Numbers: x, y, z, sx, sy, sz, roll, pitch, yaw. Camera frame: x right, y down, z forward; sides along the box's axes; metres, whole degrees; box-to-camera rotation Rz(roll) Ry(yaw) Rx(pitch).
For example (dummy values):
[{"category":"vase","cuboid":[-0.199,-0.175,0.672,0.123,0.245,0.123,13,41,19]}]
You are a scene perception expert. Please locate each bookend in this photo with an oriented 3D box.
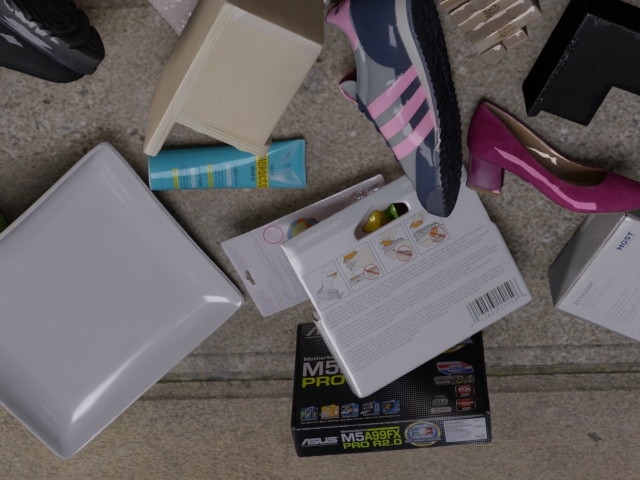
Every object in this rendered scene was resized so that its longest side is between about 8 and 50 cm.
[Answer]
[{"category":"bookend","cuboid":[0.355,-0.208,1.641,0.157,0.072,0.156,18,127,-11]}]

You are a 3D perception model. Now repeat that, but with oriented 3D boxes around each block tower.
[{"category":"block tower","cuboid":[0.130,-0.363,1.523,0.091,0.097,0.335,-31,122,23]}]

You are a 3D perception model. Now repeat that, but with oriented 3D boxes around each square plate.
[{"category":"square plate","cuboid":[-0.326,0.085,1.814,0.347,0.049,0.344,-42,127,-5]}]

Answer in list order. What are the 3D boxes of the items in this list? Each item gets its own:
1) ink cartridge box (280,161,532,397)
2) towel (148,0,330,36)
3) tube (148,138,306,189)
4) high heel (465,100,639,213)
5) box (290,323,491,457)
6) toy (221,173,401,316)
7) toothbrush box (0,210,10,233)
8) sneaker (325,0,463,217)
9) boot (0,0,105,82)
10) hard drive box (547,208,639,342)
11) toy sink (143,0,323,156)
[{"category":"ink cartridge box","cuboid":[0.111,0.042,1.786,0.275,0.060,0.238,-29,100,-6]},{"category":"towel","cuboid":[-0.136,-0.335,1.581,0.187,0.049,0.282,-31,120,22]},{"category":"tube","cuboid":[-0.123,-0.097,1.765,0.207,0.052,0.080,-3,137,-3]},{"category":"high heel","cuboid":[0.308,-0.107,1.707,0.244,0.082,0.117,12,118,12]},{"category":"box","cuboid":[0.098,0.197,1.867,0.270,0.216,0.060,-5,128,7]},{"category":"toy","cuboid":[0.000,0.000,1.823,0.237,0.056,0.137,-21,120,12]},{"category":"toothbrush box","cuboid":[-0.528,0.037,1.833,0.206,0.122,0.283,-15,126,12]},{"category":"sneaker","cuboid":[0.097,-0.171,1.670,0.131,0.112,0.319,-1,122,23]},{"category":"boot","cuboid":[-0.528,-0.177,1.623,0.367,0.146,0.445,36,111,-12]},{"category":"hard drive box","cuboid":[0.458,0.046,1.817,0.232,0.089,0.181,22,124,-14]},{"category":"toy sink","cuboid":[-0.098,-0.199,1.561,0.131,0.152,0.234,22,125,-17]}]
